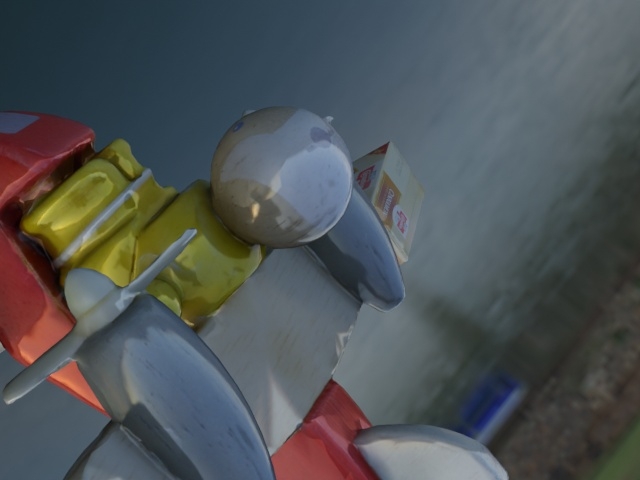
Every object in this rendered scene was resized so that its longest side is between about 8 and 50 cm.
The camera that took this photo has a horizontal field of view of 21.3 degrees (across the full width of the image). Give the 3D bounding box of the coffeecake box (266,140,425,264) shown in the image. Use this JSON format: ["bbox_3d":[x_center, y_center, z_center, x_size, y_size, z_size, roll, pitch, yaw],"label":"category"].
[{"bbox_3d":[0.000,0.000,1.634,0.185,0.068,0.142,-28,-160,23],"label":"coffeecake box"}]

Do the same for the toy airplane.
[{"bbox_3d":[-0.045,0.052,1.045,0.384,0.386,0.272,12,119,-36],"label":"toy airplane"}]
